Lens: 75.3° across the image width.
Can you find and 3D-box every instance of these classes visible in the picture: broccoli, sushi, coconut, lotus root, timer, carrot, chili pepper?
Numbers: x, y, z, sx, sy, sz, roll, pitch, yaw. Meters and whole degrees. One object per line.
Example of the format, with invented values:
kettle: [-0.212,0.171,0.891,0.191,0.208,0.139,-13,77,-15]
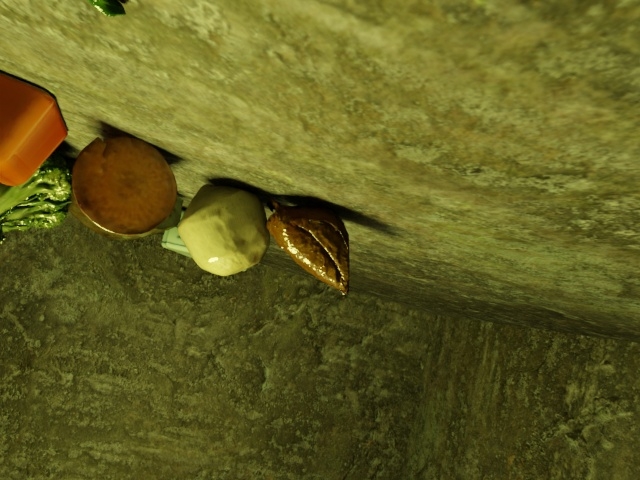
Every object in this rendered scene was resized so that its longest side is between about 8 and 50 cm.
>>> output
broccoli: [-0.752,-0.121,0.985,0.304,0.283,0.321,9,139,-1]
sushi: [0.000,0.000,0.949,0.287,0.149,0.140,39,174,-15]
coconut: [-0.222,-0.033,0.982,0.225,0.224,0.224,15,170,3]
lotus root: [-0.581,-0.089,1.162,0.261,0.149,0.267,-8,158,21]
timer: [-0.622,-0.234,0.728,0.250,0.161,0.257,35,164,-20]
carrot: [-0.438,-0.111,0.890,0.196,0.195,0.254,22,170,-34]
chili pepper: [-0.200,-0.223,0.354,0.034,0.030,0.091,-9,174,-5]

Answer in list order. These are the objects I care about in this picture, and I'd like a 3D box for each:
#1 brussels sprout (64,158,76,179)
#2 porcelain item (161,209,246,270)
brussels sprout: [-0.731,-0.187,1.193,0.181,0.100,0.139,22,154,-8]
porcelain item: [-0.400,0.000,1.526,0.286,0.156,0.281,13,168,19]
